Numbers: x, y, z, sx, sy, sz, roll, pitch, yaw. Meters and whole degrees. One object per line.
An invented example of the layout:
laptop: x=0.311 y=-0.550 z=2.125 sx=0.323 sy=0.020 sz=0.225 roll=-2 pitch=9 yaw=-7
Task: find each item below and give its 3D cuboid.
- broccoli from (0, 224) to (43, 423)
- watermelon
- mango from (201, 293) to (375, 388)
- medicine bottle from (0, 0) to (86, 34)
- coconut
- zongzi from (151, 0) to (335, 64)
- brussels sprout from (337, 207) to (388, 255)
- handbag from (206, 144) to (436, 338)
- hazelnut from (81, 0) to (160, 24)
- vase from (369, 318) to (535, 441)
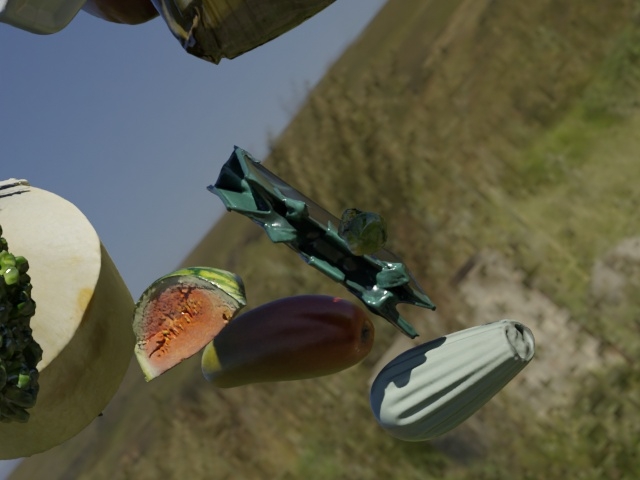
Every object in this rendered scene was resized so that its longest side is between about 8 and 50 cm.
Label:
broccoli: x=-0.385 y=0.051 z=1.372 sx=0.272 sy=0.324 sz=0.334 roll=-61 pitch=-15 yaw=15
watermelon: x=-0.144 y=0.064 z=1.604 sx=0.163 sy=0.069 sz=0.087 roll=-39 pitch=32 yaw=33
mango: x=-0.057 y=0.156 z=2.429 sx=0.289 sy=0.129 sz=0.146 roll=-15 pitch=-13 yaw=14
medicine bottle: x=-0.237 y=-0.248 z=1.241 sx=0.069 sy=0.183 sz=0.119 roll=13 pitch=-61 yaw=-44
coconut: x=-0.374 y=0.090 z=1.830 sx=0.323 sy=0.323 sz=0.323 roll=-49 pitch=1 yaw=1
zongzi: x=-0.129 y=-0.447 z=1.494 sx=0.218 sy=0.467 sz=0.500 roll=-23 pitch=20 yaw=9
brussels sprout: x=0.045 y=-0.010 z=1.775 sx=0.051 sy=0.046 sz=0.083 roll=-43 pitch=15 yaw=-9
handbag: x=0.000 y=-0.001 z=2.182 sx=0.089 sy=0.326 sz=0.238 roll=-53 pitch=16 yaw=2
hazelnut: x=-0.266 y=-0.401 z=2.116 sx=0.218 sy=0.218 sz=0.234 roll=-49 pitch=20 yaw=29
vase: x=0.184 y=0.184 z=2.175 sx=0.248 sy=0.128 sz=0.128 roll=-34 pitch=10 yaw=36
